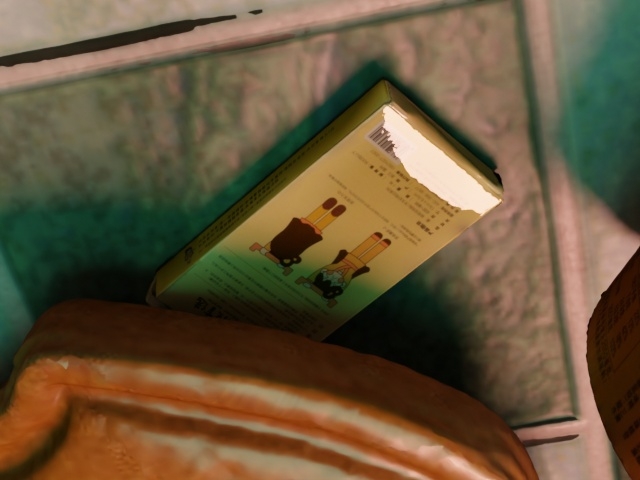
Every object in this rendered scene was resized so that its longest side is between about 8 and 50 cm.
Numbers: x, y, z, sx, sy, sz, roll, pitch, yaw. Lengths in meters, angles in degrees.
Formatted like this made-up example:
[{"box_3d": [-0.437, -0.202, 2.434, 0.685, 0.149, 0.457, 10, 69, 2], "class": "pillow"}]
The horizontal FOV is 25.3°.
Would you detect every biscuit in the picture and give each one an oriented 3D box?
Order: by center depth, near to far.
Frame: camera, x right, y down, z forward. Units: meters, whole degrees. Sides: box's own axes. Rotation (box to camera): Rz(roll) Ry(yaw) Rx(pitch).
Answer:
[{"box_3d": [-0.035, 0.208, 0.711, 0.350, 0.078, 0.455, -10, 127, 13], "class": "biscuit"}]

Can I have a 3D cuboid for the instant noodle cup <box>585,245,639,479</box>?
[{"box_3d": [0.220, 0.027, 0.523, 0.230, 0.230, 0.182, 23, 132, -18], "class": "instant noodle cup"}]

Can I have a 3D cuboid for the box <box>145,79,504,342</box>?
[{"box_3d": [0.000, 0.000, 0.609, 0.149, 0.020, 0.073, -38, 121, 24], "class": "box"}]
